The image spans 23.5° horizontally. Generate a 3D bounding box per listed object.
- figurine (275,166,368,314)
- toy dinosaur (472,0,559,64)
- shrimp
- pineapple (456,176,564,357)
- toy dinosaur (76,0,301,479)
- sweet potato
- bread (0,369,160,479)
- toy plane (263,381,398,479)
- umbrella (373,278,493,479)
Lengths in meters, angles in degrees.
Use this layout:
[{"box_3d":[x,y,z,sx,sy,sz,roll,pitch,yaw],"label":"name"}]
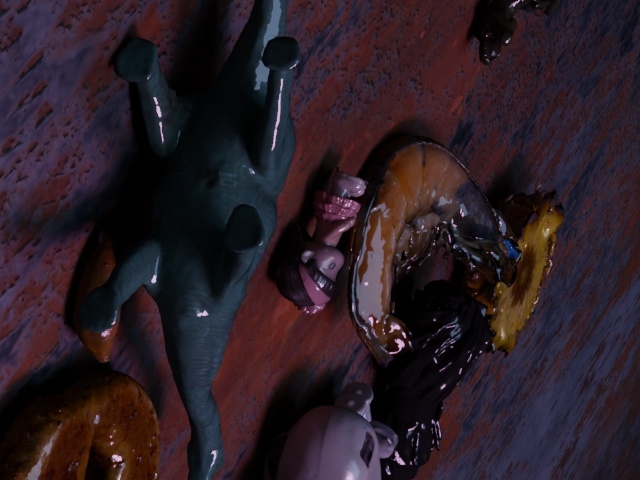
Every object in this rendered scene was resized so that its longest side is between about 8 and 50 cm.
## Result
[{"box_3d":[0.000,0.000,1.355,0.072,0.054,0.129,55,53,-80],"label":"figurine"},{"box_3d":[0.198,-0.252,1.575,0.187,0.087,0.179,-37,-176,-23],"label":"toy dinosaur"},{"box_3d":[0.112,0.029,1.521,0.290,0.054,0.222,32,71,-50],"label":"shrimp"},{"box_3d":[0.218,0.031,1.814,0.225,0.076,0.224,-50,152,-39],"label":"pineapple"},{"box_3d":[-0.068,-0.018,1.136,0.331,0.129,0.383,72,32,-73],"label":"toy dinosaur"},{"box_3d":[-0.156,0.042,1.078,0.034,0.034,0.095,-23,122,-58],"label":"sweet potato"},{"box_3d":[-0.184,0.180,1.118,0.193,0.064,0.193,-43,142,-46],"label":"bread"},{"box_3d":[0.003,0.264,1.522,0.267,0.123,0.266,11,90,-81],"label":"toy plane"},{"box_3d":[0.094,0.193,1.697,0.118,0.118,0.340,-35,148,-50],"label":"umbrella"}]
